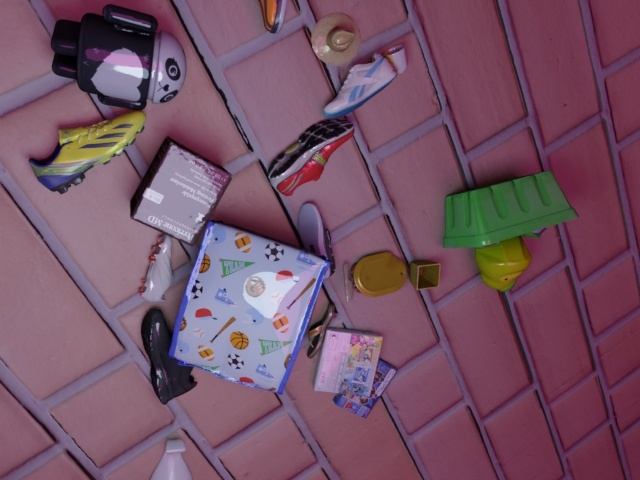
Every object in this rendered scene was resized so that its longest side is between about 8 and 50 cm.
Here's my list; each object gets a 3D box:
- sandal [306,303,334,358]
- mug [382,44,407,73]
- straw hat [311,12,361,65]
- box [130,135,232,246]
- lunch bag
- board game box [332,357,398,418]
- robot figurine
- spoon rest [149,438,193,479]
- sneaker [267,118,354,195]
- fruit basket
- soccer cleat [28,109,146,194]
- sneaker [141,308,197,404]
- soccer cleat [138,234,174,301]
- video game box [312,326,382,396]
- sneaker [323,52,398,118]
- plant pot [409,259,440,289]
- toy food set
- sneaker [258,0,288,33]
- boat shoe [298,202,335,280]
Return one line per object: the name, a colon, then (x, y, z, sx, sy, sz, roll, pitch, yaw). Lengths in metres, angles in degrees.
sandal: (-0.009, 0.272, 1.589, 0.049, 0.072, 0.180, 22, 96, -9)
mug: (0.207, -0.501, 1.452, 0.062, 0.078, 0.064, -54, 131, -35)
straw hat: (0.054, -0.533, 1.373, 0.145, 0.061, 0.144, -6, 107, -19)
box: (-0.347, -0.124, 1.283, 0.168, 0.167, 0.203, 28, 95, -25)
lunch bag: (-0.187, 0.175, 1.350, 0.328, 0.239, 0.385, 18, 91, -1)
board game box: (0.151, 0.481, 1.727, 0.136, 0.035, 0.201, 33, 92, -25)
robot figurine: (-0.443, -0.401, 1.159, 0.278, 0.209, 0.173, 6, 91, -22)
spoon rest: (-0.443, 0.693, 1.551, 0.137, 0.084, 0.276, 3, 118, -20)
sneaker: (-0.018, -0.229, 1.433, 0.279, 0.107, 0.118, -37, 133, -4)
fruit basket: (0.589, -0.005, 1.641, 0.392, 0.283, 0.392, 0, 88, -16)
soccer cleat: (-0.544, -0.229, 1.218, 0.289, 0.093, 0.121, -38, 115, -6)
sneaker: (-0.415, 0.309, 1.435, 0.130, 0.109, 0.286, -16, 118, -26)
soccer cleat: (-0.420, 0.074, 1.375, 0.076, 0.068, 0.196, 14, 107, -29)
video game box: (0.085, 0.384, 1.643, 0.187, 0.048, 0.205, 11, 98, -10)
sneaker: (0.095, -0.418, 1.419, 0.229, 0.087, 0.092, -36, 93, -4)
plant pot: (0.324, 0.102, 1.653, 0.082, 0.083, 0.081, -5, 107, -19)
toy food set: (0.156, 0.112, 1.608, 0.218, 0.071, 0.128, -10, 85, -20)
sneaker: (-0.175, -0.658, 1.229, 0.180, 0.124, 0.321, -6, 97, -15)
boat shoe: (0.000, 0.000, 1.505, 0.076, 0.080, 0.228, -21, 98, -51)
